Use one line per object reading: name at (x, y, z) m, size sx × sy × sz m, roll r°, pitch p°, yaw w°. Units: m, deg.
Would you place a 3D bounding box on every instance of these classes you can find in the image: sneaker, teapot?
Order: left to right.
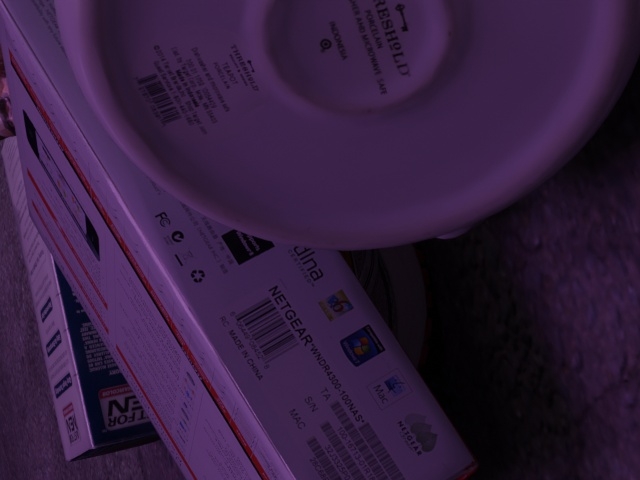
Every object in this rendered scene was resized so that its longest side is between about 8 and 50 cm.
sneaker at (0.000, 0.000, 0.767) m, size 0.088 × 0.092 × 0.225 m, roll -24°, pitch 79°, yaw 65°
teapot at (0.014, -0.130, 0.549) m, size 0.187 × 0.252 × 0.256 m, roll -93°, pitch 25°, yaw -52°

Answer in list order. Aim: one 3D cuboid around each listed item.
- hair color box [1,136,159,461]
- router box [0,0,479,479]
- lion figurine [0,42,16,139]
hair color box at (-0.234, 0.040, 1.316) m, size 0.174 × 0.105 × 0.347 m, roll 144°, pitch 114°, yaw -67°
router box at (-0.068, 0.040, 0.754) m, size 0.335 × 0.082 × 0.301 m, roll 57°, pitch 161°, yaw 14°
lion figurine at (-0.202, -0.114, 1.032) m, size 0.392 × 0.240 × 0.142 m, roll 1°, pitch -109°, yaw -74°
